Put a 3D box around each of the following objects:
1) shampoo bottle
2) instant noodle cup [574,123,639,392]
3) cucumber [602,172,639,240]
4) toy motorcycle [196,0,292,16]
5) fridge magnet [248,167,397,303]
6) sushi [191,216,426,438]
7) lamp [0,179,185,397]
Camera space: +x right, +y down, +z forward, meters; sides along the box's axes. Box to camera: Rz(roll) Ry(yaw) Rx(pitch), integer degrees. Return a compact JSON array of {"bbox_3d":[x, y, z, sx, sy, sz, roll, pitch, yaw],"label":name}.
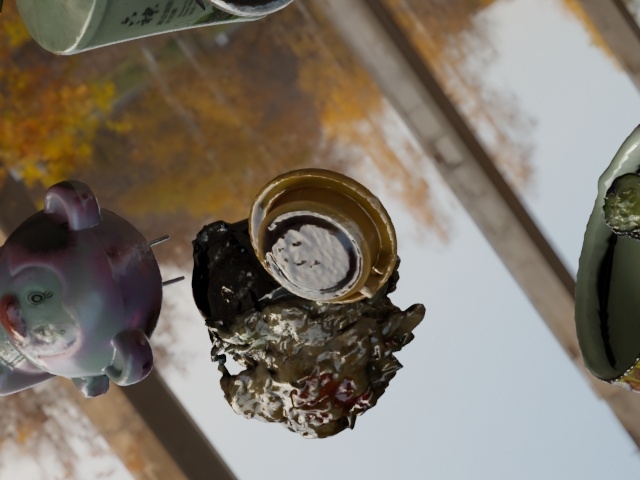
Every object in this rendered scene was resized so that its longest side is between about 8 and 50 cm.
[{"bbox_3d":[-0.116,-0.179,0.954,0.234,0.087,0.118,-20,134,-45],"label":"shampoo bottle"},{"bbox_3d":[0.402,0.037,1.414,0.340,0.266,0.340,-170,-90,-80],"label":"instant noodle cup"},{"bbox_3d":[0.201,-0.018,0.907,0.043,0.039,0.163,-26,169,18],"label":"cucumber"},{"bbox_3d":[-0.074,-0.247,0.741,0.127,0.275,0.205,-38,-175,-3],"label":"toy motorcycle"},{"bbox_3d":[0.000,0.000,1.393,0.143,0.143,0.063,-31,-162,34],"label":"fridge magnet"},{"bbox_3d":[-0.021,0.092,1.667,0.225,0.219,0.238,1,145,-19],"label":"sushi"},{"bbox_3d":[-0.298,0.068,1.857,0.247,0.247,0.301,-17,177,-38],"label":"lamp"}]
